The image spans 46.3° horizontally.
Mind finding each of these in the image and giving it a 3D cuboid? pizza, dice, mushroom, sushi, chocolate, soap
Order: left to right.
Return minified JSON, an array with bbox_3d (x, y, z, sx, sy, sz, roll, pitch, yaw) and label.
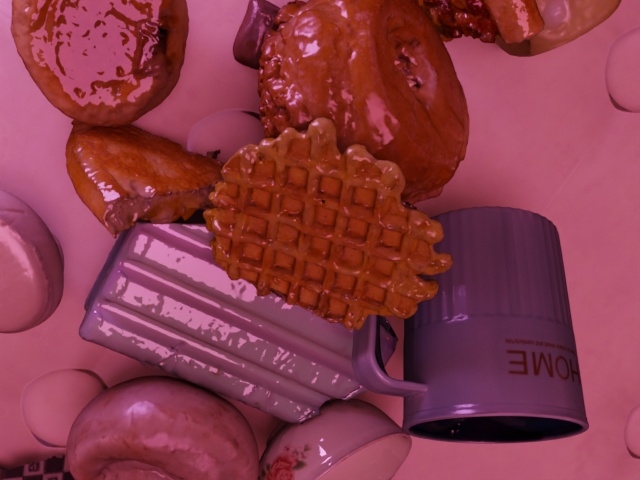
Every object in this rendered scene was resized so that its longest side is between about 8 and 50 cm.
[{"bbox_3d":[-0.459,0.444,1.257,0.139,0.031,0.201,-6,106,-31],"label":"sushi"},{"bbox_3d":[-0.245,0.360,1.125,0.297,0.290,0.297,5,133,6],"label":"mushroom"},{"bbox_3d":[-0.211,-0.075,1.056,0.288,0.280,0.075,13,119,-25],"label":"pizza"},{"bbox_3d":[-0.110,0.104,1.164,0.446,0.156,0.261,26,97,-18],"label":"soap"},{"bbox_3d":[-0.092,-0.306,1.113,0.064,0.031,0.100,24,102,-13],"label":"chocolate"},{"bbox_3d":[0.184,-0.356,1.068,0.081,0.229,0.289,-35,78,-13],"label":"pizza"},{"bbox_3d":[0.329,-0.383,1.104,0.169,0.169,0.166,-33,111,-1],"label":"dice"}]

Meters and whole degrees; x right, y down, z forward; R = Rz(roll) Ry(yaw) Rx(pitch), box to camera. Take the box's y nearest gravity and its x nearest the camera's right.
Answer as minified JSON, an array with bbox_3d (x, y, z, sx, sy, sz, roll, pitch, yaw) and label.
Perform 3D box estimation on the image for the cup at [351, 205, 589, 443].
[{"bbox_3d":[0.217,0.133,1.138,0.331,0.257,0.311,-1,66,6],"label":"cup"}]

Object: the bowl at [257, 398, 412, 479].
[{"bbox_3d":[0.003,0.361,1.245,0.277,0.145,0.277,-29,148,-20],"label":"bowl"}]

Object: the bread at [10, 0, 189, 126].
[{"bbox_3d":[-0.293,-0.285,1.025,0.244,0.134,0.244,-4,109,-13],"label":"bread"}]

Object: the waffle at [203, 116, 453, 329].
[{"bbox_3d":[0.001,-0.002,0.965,0.312,0.060,0.307,46,127,-10],"label":"waffle"}]

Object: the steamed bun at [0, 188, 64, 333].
[{"bbox_3d":[-0.466,0.022,1.079,0.177,0.130,0.228,-30,112,9],"label":"steamed bun"}]

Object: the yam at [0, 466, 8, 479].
[{"bbox_3d":[-0.567,0.373,1.204,0.132,0.054,0.054,30,98,-19],"label":"yam"}]

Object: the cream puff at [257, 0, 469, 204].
[{"bbox_3d":[0.054,-0.192,1.062,0.231,0.343,0.327,-20,90,35],"label":"cream puff"}]
